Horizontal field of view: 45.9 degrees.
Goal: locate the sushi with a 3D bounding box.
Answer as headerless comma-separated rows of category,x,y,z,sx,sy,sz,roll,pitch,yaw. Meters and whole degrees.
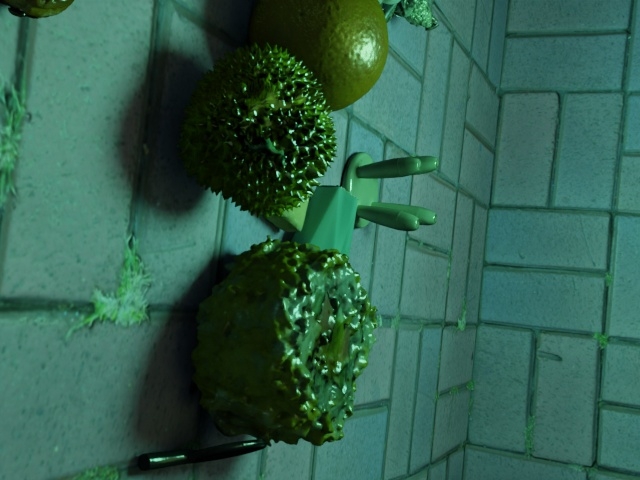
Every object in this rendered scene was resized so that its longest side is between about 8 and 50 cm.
sushi,-0.062,0.200,1.400,0.396,0.240,0.351,61,40,-53

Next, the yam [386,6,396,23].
yam,0.128,-0.612,1.773,0.154,0.154,0.254,56,43,-52

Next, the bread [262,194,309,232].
bread,-0.064,-0.118,1.546,0.139,0.060,0.178,38,60,-59

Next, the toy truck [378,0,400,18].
toy truck,0.125,-0.600,1.601,0.387,0.207,0.173,-55,179,-28

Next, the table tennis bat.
table tennis bat,-0.198,0.364,1.286,0.236,0.150,0.027,7,64,-43

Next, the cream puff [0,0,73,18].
cream puff,-0.344,-0.332,0.899,0.133,0.104,0.119,48,59,-55

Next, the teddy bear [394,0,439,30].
teddy bear,0.222,-0.627,1.991,0.213,0.111,0.133,51,8,-32

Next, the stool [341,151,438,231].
stool,0.175,-0.120,1.886,0.195,0.199,0.195,-14,107,-61

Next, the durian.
durian,-0.103,-0.170,1.239,0.224,0.291,0.291,-120,-156,-70

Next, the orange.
orange,-0.001,-0.370,1.409,0.274,0.274,0.274,-18,110,-62

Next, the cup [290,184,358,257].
cup,0.000,0.000,1.632,0.148,0.134,0.235,60,38,-54
